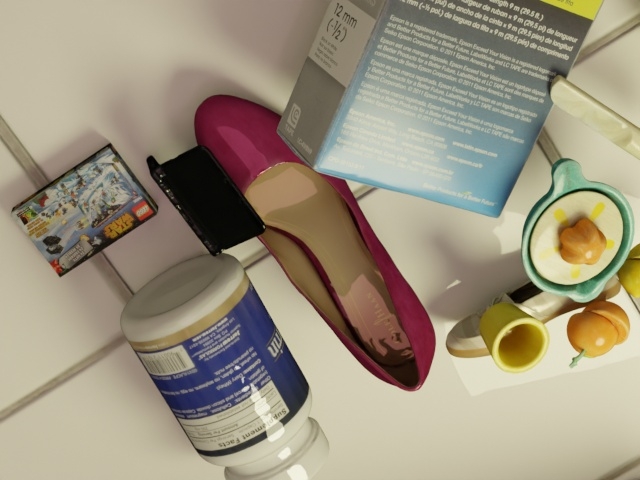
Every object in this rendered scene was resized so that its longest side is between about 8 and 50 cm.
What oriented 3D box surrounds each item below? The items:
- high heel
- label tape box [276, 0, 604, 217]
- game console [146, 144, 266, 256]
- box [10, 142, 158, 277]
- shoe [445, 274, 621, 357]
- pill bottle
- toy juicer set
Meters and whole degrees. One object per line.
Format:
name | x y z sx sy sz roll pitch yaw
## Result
high heel | 0.000 0.000 1.643 0.127 0.181 0.377 -42 109 10
label tape box | 0.139 -0.218 1.579 0.249 0.115 0.348 14 108 -31
game console | -0.126 -0.051 1.654 0.071 0.107 0.122 -35 110 1
box | -0.263 -0.033 1.686 0.137 0.027 0.094 -32 109 7
shoe | 0.241 0.071 1.754 0.219 0.076 0.058 -24 113 -6
pill bottle | -0.102 0.159 1.709 0.153 0.153 0.265 -26 111 4
toy juicer set | 0.310 -0.002 1.648 0.209 0.089 0.329 6 111 -22
